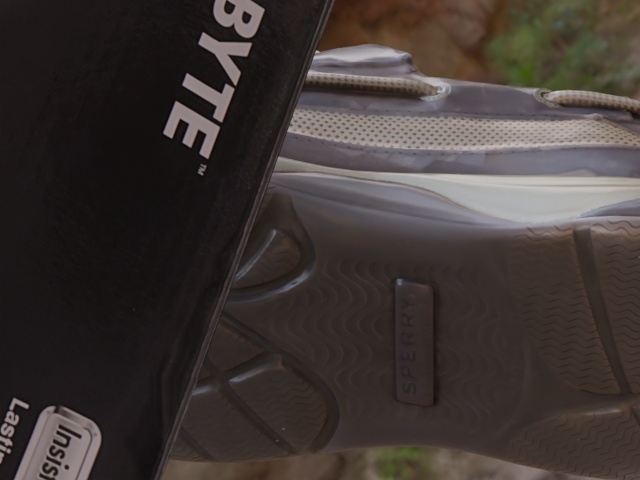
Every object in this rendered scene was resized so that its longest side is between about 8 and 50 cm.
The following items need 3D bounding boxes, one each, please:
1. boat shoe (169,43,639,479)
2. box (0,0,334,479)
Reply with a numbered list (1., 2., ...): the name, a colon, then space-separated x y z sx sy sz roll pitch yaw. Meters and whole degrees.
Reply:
1. boat shoe: 0.000 0.000 0.646 0.355 0.132 0.130 9 32 8
2. box: -0.155 -0.043 0.389 0.073 0.293 0.295 -28 37 59
